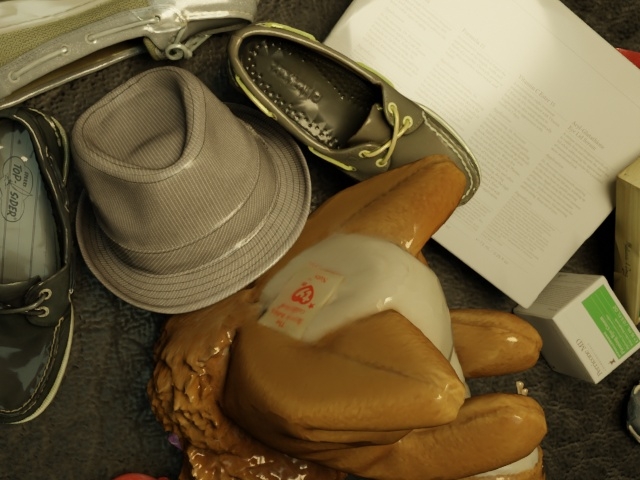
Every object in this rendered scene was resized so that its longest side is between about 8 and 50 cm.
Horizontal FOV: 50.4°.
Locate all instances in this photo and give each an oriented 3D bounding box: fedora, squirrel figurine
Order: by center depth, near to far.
[{"bbox_3d":[-0.148,-0.076,0.662,0.243,0.275,0.124,-30,137,-4],"label":"fedora"},{"bbox_3d":[0.037,0.181,0.698,0.396,0.281,0.370,-19,128,18],"label":"squirrel figurine"}]

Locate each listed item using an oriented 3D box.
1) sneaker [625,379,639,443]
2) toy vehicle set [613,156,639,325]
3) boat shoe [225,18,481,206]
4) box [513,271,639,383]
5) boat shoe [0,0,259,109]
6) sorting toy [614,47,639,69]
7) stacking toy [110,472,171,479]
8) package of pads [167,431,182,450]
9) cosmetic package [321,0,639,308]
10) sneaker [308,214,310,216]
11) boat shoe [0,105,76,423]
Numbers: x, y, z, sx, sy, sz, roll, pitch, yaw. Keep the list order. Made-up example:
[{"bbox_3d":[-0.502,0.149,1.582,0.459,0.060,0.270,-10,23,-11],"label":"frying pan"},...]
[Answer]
[{"bbox_3d":[0.532,0.238,0.870,0.283,0.122,0.110,12,85,-11],"label":"sneaker"},{"bbox_3d":[0.425,-0.026,0.816,0.166,0.035,0.267,-37,137,-10],"label":"toy vehicle set"},{"bbox_3d":[0.037,-0.119,0.693,0.305,0.091,0.109,32,101,-7],"label":"boat shoe"},{"bbox_3d":[0.316,0.105,0.839,0.087,0.102,0.101,-36,97,-9],"label":"box"},{"bbox_3d":[-0.219,-0.218,0.735,0.320,0.118,0.103,-13,96,-8],"label":"boat shoe"},{"bbox_3d":[0.465,-0.167,0.895,0.365,0.127,0.126,11,109,-9],"label":"sorting toy"},{"bbox_3d":[-0.294,0.380,0.722,0.308,0.130,0.280,-2,114,-9],"label":"stacking toy"},{"bbox_3d":[-0.129,0.205,0.775,0.050,0.032,0.083,39,81,-8],"label":"package of pads"},{"bbox_3d":[0.178,-0.147,0.784,0.377,0.097,0.284,37,102,-9],"label":"cosmetic package"},{"bbox_3d":[0.000,0.000,0.787,0.236,0.095,0.105,10,79,-16],"label":"sneaker"},{"bbox_3d":[-0.317,0.025,0.700,0.127,0.113,0.340,8,86,-12],"label":"boat shoe"}]
